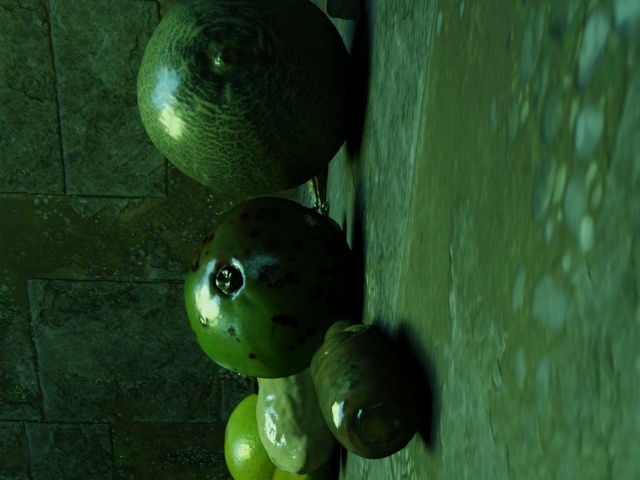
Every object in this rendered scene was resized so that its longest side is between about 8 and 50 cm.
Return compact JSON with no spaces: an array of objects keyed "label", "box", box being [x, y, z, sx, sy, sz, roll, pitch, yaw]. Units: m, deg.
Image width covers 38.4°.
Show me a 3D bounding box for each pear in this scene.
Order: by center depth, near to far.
[{"label":"pear","box":[-0.069,0.323,1.523,0.216,0.166,0.180,-57,10,38]}]

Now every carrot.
[{"label":"carrot","box":[0.026,0.095,0.712,0.342,0.070,0.070,-124,35,-87]}]

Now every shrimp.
[{"label":"shrimp","box":[-0.010,-0.114,1.517,0.152,0.046,0.219,-91,0,-47]}]

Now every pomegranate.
[{"label":"pomegranate","box":[-0.043,0.059,1.037,0.248,0.202,0.202,22,-112,-64]}]

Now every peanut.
[{"label":"peanut","box":[-0.030,0.180,1.161,0.123,0.124,0.256,96,173,-50]}]

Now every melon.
[{"label":"melon","box":[-0.081,-0.172,1.079,0.329,0.249,0.248,16,-104,-85]}]

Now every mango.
[{"label":"mango","box":[-0.019,0.309,1.238,0.122,0.086,0.191,-77,3,-49]}]

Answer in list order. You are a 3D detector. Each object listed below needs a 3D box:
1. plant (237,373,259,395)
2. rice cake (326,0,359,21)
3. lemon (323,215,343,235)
[{"label":"plant","box":[-0.063,0.138,1.430,0.149,0.146,0.274,-43,13,10]},{"label":"rice cake","box":[0.030,-0.372,1.007,0.127,0.043,0.237,-94,6,-51]},{"label":"lemon","box":[0.000,0.000,1.186,0.083,0.062,0.062,111,161,-73]}]
